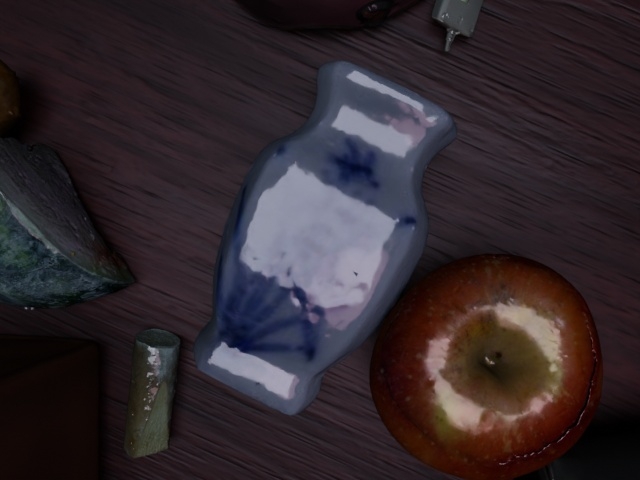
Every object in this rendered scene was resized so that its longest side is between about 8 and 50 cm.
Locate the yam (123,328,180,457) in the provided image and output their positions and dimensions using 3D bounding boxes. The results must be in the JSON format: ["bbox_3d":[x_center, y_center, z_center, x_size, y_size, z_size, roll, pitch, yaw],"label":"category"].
[{"bbox_3d":[-0.238,0.215,0.751,0.068,0.068,0.169,7,93,2],"label":"yam"}]

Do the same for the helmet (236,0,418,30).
[{"bbox_3d":[0.015,-0.418,0.653,0.339,0.197,0.270,-6,90,3],"label":"helmet"}]

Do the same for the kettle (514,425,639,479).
[{"bbox_3d":[0.422,0.348,0.694,0.308,0.262,0.203,-5,58,5],"label":"kettle"}]

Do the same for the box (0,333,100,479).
[{"bbox_3d":[-0.428,0.251,0.629,0.240,0.339,0.229,4,90,2],"label":"box"}]

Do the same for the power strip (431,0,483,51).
[{"bbox_3d":[0.206,-0.374,0.717,0.060,0.027,0.252,17,93,-25],"label":"power strip"}]

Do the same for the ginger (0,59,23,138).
[{"bbox_3d":[-0.546,-0.159,0.731,0.310,0.107,0.133,-12,105,6],"label":"ginger"}]

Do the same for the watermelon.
[{"bbox_3d":[-0.424,-0.025,0.735,0.290,0.213,0.320,-21,134,33],"label":"watermelon"}]

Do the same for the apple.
[{"bbox_3d":[0.196,0.150,0.649,0.252,0.206,0.271,26,78,13],"label":"apple"}]

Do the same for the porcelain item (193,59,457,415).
[{"bbox_3d":[0.000,0.000,0.679,0.243,0.178,0.405,26,96,0],"label":"porcelain item"}]
